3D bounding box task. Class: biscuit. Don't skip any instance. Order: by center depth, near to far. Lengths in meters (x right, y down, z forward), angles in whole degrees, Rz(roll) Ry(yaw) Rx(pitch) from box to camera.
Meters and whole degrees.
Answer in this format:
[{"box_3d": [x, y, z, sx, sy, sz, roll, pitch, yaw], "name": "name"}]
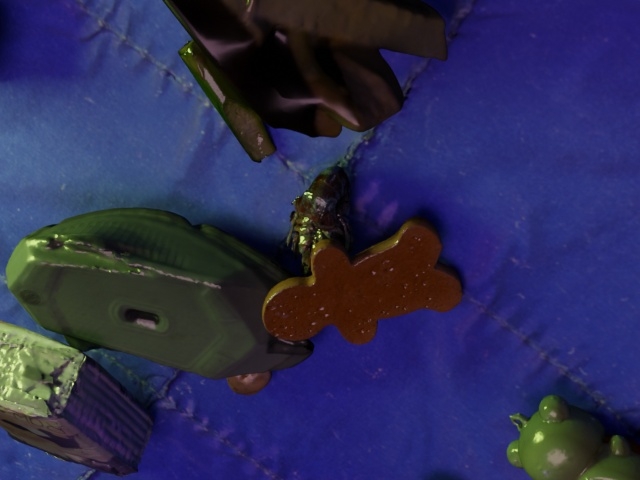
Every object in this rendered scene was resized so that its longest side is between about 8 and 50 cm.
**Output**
[{"box_3d": [0.044, 0.057, 1.462, 0.250, 0.036, 0.165, -21, 123, 8], "name": "biscuit"}]

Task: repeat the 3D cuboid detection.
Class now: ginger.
[{"box_3d": [-0.059, -0.293, 1.212, 0.211, 0.358, 0.413, -39, 96, 3], "name": "ginger"}]

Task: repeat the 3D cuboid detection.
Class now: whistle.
[{"box_3d": [0.368, 0.298, 1.492, 0.288, 0.106, 0.131, 30, 128, 5], "name": "whistle"}]

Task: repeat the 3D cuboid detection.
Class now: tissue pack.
[{"box_3d": [-0.405, 0.225, 1.703, 0.242, 0.125, 0.344, 17, 159, 17], "name": "tissue pack"}]

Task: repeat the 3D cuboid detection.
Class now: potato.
[{"box_3d": [-0.105, 0.190, 1.676, 0.068, 0.062, 0.083, 40, 154, 15], "name": "potato"}]

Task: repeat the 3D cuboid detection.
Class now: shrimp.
[{"box_3d": [0.000, 0.000, 1.478, 0.090, 0.079, 0.233, 25, 135, 13], "name": "shrimp"}]

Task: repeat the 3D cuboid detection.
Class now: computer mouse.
[{"box_3d": [-0.207, 0.060, 1.576, 0.429, 0.145, 0.228, 13, 134, 3], "name": "computer mouse"}]

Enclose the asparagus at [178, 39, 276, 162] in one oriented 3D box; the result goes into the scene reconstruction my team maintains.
[{"box_3d": [-0.112, -0.170, 1.433, 0.045, 0.041, 0.178, -16, 116, 42], "name": "asparagus"}]
